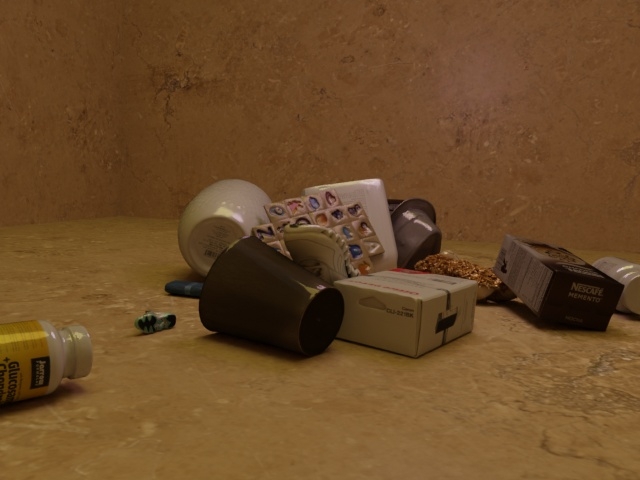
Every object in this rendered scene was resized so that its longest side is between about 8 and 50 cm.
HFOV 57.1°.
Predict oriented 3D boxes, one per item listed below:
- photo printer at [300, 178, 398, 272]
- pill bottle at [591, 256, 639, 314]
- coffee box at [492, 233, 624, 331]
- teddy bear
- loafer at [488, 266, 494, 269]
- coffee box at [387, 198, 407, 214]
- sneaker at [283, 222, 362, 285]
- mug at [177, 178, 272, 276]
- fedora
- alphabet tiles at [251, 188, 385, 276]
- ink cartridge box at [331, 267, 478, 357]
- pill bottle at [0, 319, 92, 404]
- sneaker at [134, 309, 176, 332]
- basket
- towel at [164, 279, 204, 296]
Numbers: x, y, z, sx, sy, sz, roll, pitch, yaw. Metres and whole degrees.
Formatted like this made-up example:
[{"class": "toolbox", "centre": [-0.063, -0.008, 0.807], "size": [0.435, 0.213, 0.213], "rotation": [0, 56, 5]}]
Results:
[{"class": "photo printer", "centre": [0.087, -0.019, 1.726], "size": [0.256, 0.307, 0.107], "rotation": [-9, -21, -2]}, {"class": "pill bottle", "centre": [0.794, 0.120, 1.530], "size": [0.131, 0.131, 0.229], "rotation": [3, 6, 5]}, {"class": "coffee box", "centre": [0.559, 0.092, 1.417], "size": [0.168, 0.118, 0.297], "rotation": [12, 15, -8]}, {"class": "teddy bear", "centre": [0.415, 0.097, 1.665], "size": [0.245, 0.112, 0.338], "rotation": [4, 7, -8]}, {"class": "loafer", "centre": [0.585, 0.106, 1.761], "size": [0.268, 0.084, 0.096], "rotation": [7, 8, 32]}, {"class": "coffee box", "centre": [0.216, -0.017, 1.976], "size": [0.141, 0.246, 0.098], "rotation": [-2, 8, -32]}, {"class": "sneaker", "centre": [0.008, 0.069, 1.186], "size": [0.110, 0.118, 0.292], "rotation": [-3, -34, 27]}, {"class": "mug", "centre": [-0.228, 0.004, 1.697], "size": [0.374, 0.276, 0.328], "rotation": [32, 11, -7]}, {"class": "fedora", "centre": [0.291, 0.015, 1.842], "size": [0.244, 0.275, 0.124], "rotation": [24, 16, -45]}, {"class": "alphabet tiles", "centre": [0.000, 0.000, 1.592], "size": [0.343, 0.285, 0.011], "rotation": [-15, -22, -28]}, {"class": "ink cartridge box", "centre": [0.172, 0.135, 1.189], "size": [0.197, 0.114, 0.273], "rotation": [8, 8, 35]}, {"class": "pill bottle", "centre": [-0.403, 0.159, 0.768], "size": [0.184, 0.103, 0.103], "rotation": [-4, 9, -42]}, {"class": "sneaker", "centre": [-0.338, 0.156, 1.143], "size": [0.069, 0.038, 0.098], "rotation": [5, -3, 31]}, {"class": "basket", "centre": [-0.082, 0.111, 1.084], "size": [0.227, 0.204, 0.154], "rotation": [17, -18, 36]}, {"class": "towel", "centre": [-0.323, 0.123, 1.468], "size": [0.120, 0.029, 0.067], "rotation": [5, 7, 15]}]
